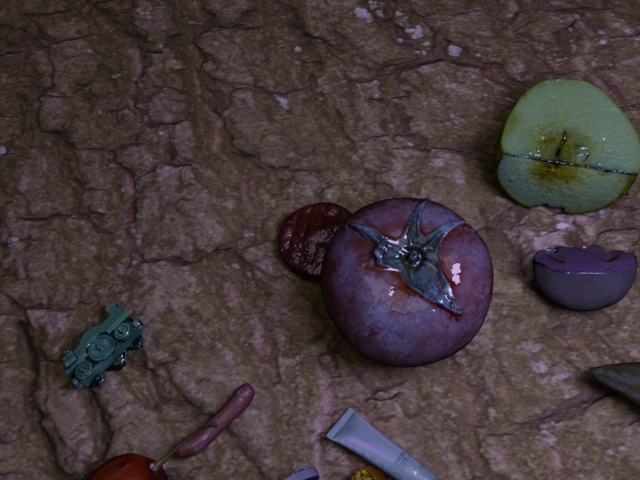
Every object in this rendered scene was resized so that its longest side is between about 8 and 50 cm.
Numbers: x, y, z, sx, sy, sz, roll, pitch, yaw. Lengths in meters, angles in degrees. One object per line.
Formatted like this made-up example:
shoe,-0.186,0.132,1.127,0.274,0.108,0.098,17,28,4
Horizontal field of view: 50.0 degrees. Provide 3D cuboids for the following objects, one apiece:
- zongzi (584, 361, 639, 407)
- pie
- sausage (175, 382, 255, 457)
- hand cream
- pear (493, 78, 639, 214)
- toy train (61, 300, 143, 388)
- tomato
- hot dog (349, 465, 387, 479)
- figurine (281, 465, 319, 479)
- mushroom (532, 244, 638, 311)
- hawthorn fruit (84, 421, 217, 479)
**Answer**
zongzi,0.726,0.216,1.189,0.393,0.174,0.356,34,69,26
pie,0.000,0.000,1.440,0.183,0.049,0.182,-4,64,8
sausage,-0.197,0.346,1.307,0.186,0.043,0.043,-42,67,-13
hand cream,0.114,0.387,1.248,0.205,0.049,0.078,31,52,22
pear,0.496,-0.204,1.414,0.293,0.159,0.292,-1,65,3
toy train,-0.442,0.215,1.386,0.105,0.071,0.178,36,73,29
tomato,0.156,0.075,1.256,0.317,0.282,0.316,-2,63,3
hot dog,0.116,0.469,1.210,0.071,0.045,0.165,-43,68,-12
figurine,-0.013,0.524,1.155,0.176,0.133,0.236,-35,63,1
mushroom,0.499,0.075,1.308,0.188,0.141,0.117,4,100,11
hawthorn fruit,-0.309,0.416,1.228,0.165,0.165,0.285,35,76,20
